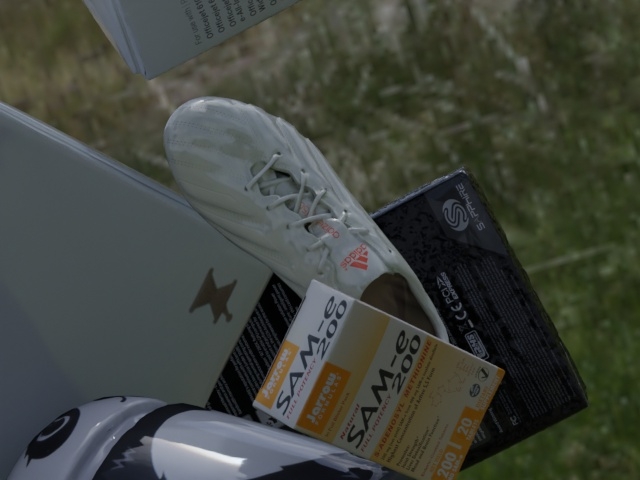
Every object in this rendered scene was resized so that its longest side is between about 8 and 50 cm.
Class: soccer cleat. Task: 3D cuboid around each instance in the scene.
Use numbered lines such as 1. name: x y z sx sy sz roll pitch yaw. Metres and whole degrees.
1. soccer cleat: 0.000 0.000 0.927 0.068 0.196 0.076 -46 18 -3

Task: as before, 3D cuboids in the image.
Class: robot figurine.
1. robot figurine: -0.046 0.180 0.979 0.278 0.209 0.174 13 54 26

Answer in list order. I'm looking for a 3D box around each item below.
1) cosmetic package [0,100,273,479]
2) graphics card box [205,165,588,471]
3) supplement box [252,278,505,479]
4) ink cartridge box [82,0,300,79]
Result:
1. cosmetic package: -0.314 0.039 1.164 0.393 0.329 0.327 25 -3 37
2. graphics card box: 0.018 0.119 1.566 0.371 0.233 0.094 -29 0 9
3. supplement box: 0.027 0.065 0.793 0.098 0.062 0.036 26 -1 -36
4. ink cartridge box: -0.043 -0.276 1.188 0.307 0.129 0.223 -29 52 -9
